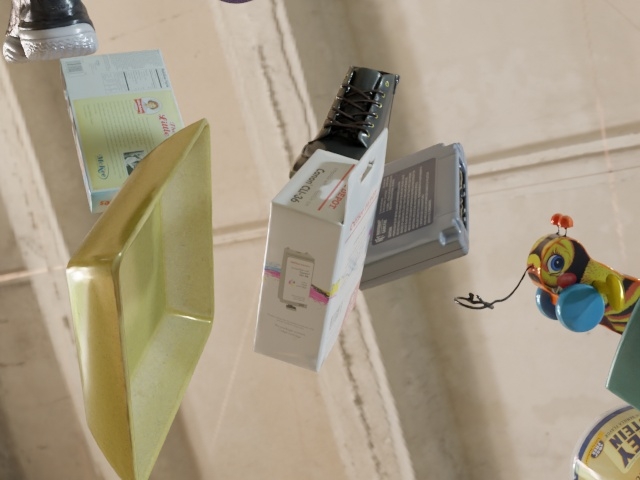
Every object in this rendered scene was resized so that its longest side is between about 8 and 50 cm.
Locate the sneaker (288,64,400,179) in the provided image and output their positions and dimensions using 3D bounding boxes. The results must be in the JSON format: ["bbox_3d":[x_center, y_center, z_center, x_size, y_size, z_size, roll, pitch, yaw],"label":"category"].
[{"bbox_3d":[0.026,-0.124,0.973,0.083,0.222,0.118,14,-72,9],"label":"sneaker"}]

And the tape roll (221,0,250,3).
[{"bbox_3d":[-0.152,-0.548,1.719,0.189,0.080,0.189,6,-68,15],"label":"tape roll"}]

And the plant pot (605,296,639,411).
[{"bbox_3d":[0.468,0.115,1.138,0.165,0.165,0.234,35,-80,21],"label":"plant pot"}]

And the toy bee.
[{"bbox_3d":[0.370,0.050,1.321,0.195,0.298,0.162,25,-77,56],"label":"toy bee"}]

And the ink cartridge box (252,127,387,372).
[{"bbox_3d":[0.000,0.000,0.795,0.067,0.115,0.198,18,-57,12],"label":"ink cartridge box"}]

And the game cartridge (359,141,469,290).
[{"bbox_3d":[0.128,-0.040,1.382,0.196,0.294,0.060,-16,-61,19],"label":"game cartridge"}]

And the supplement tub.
[{"bbox_3d":[0.546,0.393,1.374,0.316,0.228,0.228,-149,-124,-75],"label":"supplement tub"}]

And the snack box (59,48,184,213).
[{"bbox_3d":[-0.340,-0.201,1.604,0.060,0.187,0.322,107,-31,-53],"label":"snack box"}]

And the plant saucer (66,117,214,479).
[{"bbox_3d":[-0.208,0.064,1.079,0.081,0.333,0.333,8,-56,6],"label":"plant saucer"}]

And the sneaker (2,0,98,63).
[{"bbox_3d":[-0.336,-0.296,1.101,0.268,0.101,0.153,20,-60,63],"label":"sneaker"}]
